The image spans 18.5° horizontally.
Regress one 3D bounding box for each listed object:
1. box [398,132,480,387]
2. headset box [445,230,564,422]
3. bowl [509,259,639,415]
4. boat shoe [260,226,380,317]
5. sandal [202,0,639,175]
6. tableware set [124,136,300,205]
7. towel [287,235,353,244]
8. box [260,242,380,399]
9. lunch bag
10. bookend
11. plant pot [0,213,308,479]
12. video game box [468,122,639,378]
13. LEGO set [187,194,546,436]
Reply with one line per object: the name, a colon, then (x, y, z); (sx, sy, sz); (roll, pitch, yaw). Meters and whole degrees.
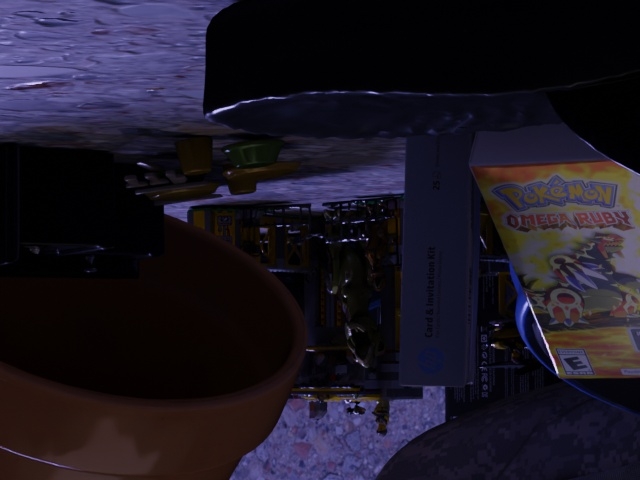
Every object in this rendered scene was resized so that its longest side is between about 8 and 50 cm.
box: (0.069, 0.009, 1.101); (0.038, 0.145, 0.186); (2, 177, 7)
headset box: (0.254, 0.113, 1.915); (0.131, 0.246, 0.283); (-3, 175, 41)
bowl: (0.307, 0.046, 1.217); (0.391, 0.077, 0.391); (10, 159, 4)
boat shoe: (0.005, 0.030, 1.838); (0.109, 0.089, 0.258); (-15, 180, 29)
sandal: (0.154, -0.041, 0.623); (0.445, 0.107, 0.167); (-4, 175, 42)
tableware set: (-0.063, -0.046, 1.200); (0.104, 0.024, 0.154); (-7, 174, 3)
towel: (0.000, 0.000, 1.983); (0.083, 0.009, 0.060); (-1, 176, -3)
box: (-0.045, 0.082, 2.029); (0.207, 0.153, 0.108); (1, -173, -10)
lunch bag: (0.211, 0.203, 1.526); (0.305, 0.213, 0.256); (-20, 164, 37)
bookend: (-0.158, -0.015, 1.264); (0.157, 0.072, 0.156); (1, 176, -31)
plant pot: (-0.172, 0.119, 1.390); (0.291, 0.203, 0.291); (13, -154, -6)
video game box: (0.201, 0.002, 1.024); (0.205, 0.048, 0.187); (-2, 137, 25)
LEGO set: (0.050, 0.068, 1.627); (0.331, 0.192, 0.255); (-3, 176, 29)
